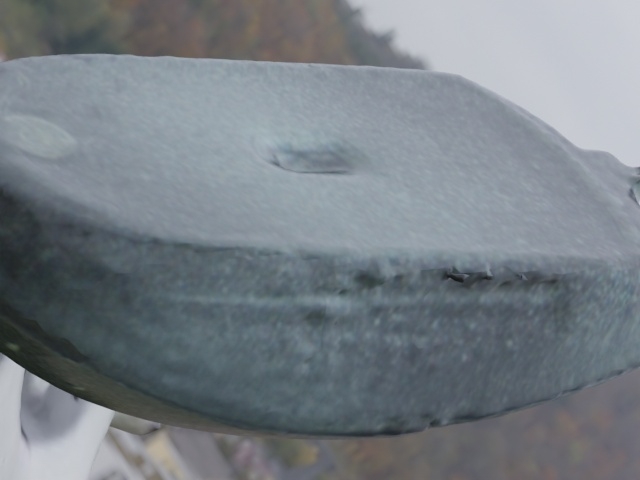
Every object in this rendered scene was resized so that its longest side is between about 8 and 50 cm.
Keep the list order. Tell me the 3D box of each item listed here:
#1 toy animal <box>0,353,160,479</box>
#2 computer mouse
[{"bbox_3d":[-0.186,0.051,0.616,0.251,0.251,0.310,57,-18,4],"label":"toy animal"},{"bbox_3d":[-0.003,0.005,0.481,0.229,0.068,0.113,1,35,-36],"label":"computer mouse"}]
